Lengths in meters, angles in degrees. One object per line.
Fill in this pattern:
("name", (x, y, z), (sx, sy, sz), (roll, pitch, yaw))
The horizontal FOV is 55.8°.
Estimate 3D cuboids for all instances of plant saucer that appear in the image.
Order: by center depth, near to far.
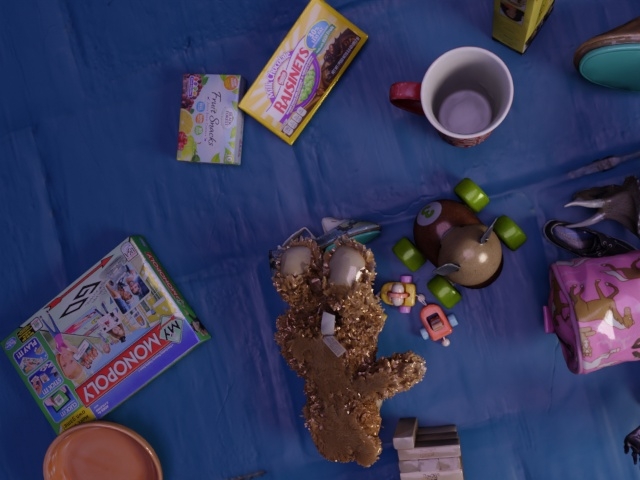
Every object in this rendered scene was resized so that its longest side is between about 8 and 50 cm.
("plant saucer", (-0.359, 0.386, 1.010), (0.199, 0.037, 0.200), (1, 105, 4))

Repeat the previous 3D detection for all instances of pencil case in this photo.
("pencil case", (0.483, 0.064, 0.756), (0.386, 0.167, 0.160), (-12, 43, 11))

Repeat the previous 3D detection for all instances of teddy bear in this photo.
("teddy bear", (0.031, 0.150, 0.880), (0.245, 0.113, 0.338), (-21, 94, 33))

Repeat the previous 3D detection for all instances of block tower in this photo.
("block tower", (0.177, 0.437, 0.883), (0.097, 0.091, 0.336), (-9, 89, 12))

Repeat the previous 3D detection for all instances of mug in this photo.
("mug", (0.185, -0.195, 0.830), (0.150, 0.169, 0.113), (37, 99, 10))

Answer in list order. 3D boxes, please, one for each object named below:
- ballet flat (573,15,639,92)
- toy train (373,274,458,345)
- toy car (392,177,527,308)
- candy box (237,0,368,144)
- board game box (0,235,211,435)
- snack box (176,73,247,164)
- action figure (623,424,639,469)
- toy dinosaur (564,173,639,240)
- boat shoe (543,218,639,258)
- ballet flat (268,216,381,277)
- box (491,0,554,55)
("ballet flat", (0.514, -0.258, 0.794), (0.342, 0.116, 0.124), (9, 73, 12))
("toy train", (0.115, 0.124, 0.914), (0.166, 0.046, 0.125), (-24, 85, 12))
("toy car", (0.188, 0.005, 0.821), (0.155, 0.188, 0.149), (-44, 82, 9))
("candy box", (-0.028, -0.261, 0.936), (0.105, 0.027, 0.206), (35, 98, -6))
("board game box", (-0.369, 0.169, 1.026), (0.317, 0.046, 0.214), (-38, 82, 11))
("snack box", (-0.176, -0.196, 0.980), (0.100, 0.037, 0.141), (5, 92, 11))
("action figure", (0.510, 0.220, 0.780), (0.275, 0.141, 0.164), (-29, 51, -25))
("toy dinosaur", (0.475, -0.086, 0.747), (0.160, 0.313, 0.121), (-41, 92, -31))
("boat shoe", (0.385, 0.009, 0.853), (0.142, 0.040, 0.049), (22, 95, 12))
("ballet flat", (0.000, 0.000, 0.932), (0.188, 0.070, 0.070), (-26, 85, 9))
("box", (0.268, -0.321, 0.777), (0.058, 0.232, 0.087), (34, 97, 13))
